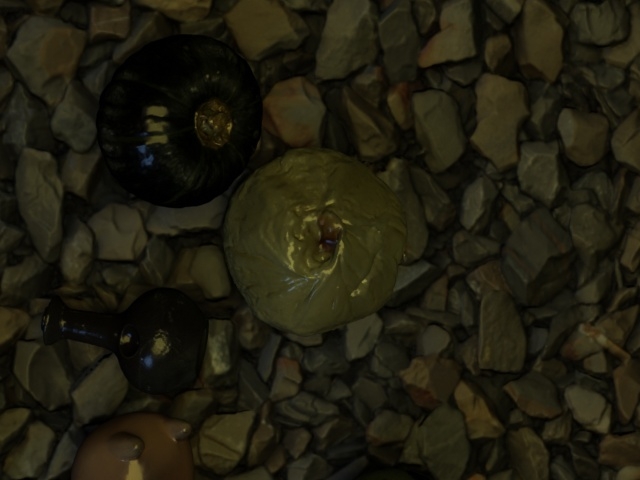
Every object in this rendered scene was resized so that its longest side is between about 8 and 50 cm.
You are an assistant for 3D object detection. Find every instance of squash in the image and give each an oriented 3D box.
[{"bbox_3d":[-0.152,-0.130,1.342,0.193,0.156,0.193,-18,127,-26],"label":"squash"}]

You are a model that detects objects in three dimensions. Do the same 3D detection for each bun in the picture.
[{"bbox_3d":[0.000,0.000,1.405,0.220,0.134,0.220,0,93,-10],"label":"bun"}]

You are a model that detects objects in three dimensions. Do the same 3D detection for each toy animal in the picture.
[{"bbox_3d":[-0.195,0.315,1.378,0.166,0.154,0.250,-12,93,-35],"label":"toy animal"}]

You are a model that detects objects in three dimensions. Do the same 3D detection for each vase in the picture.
[{"bbox_3d":[-0.220,0.104,1.383,0.182,0.120,0.120,10,93,4],"label":"vase"}]

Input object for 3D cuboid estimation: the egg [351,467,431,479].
[{"bbox_3d":[0.074,0.374,1.438,0.177,0.177,0.228,17,105,-14],"label":"egg"}]
